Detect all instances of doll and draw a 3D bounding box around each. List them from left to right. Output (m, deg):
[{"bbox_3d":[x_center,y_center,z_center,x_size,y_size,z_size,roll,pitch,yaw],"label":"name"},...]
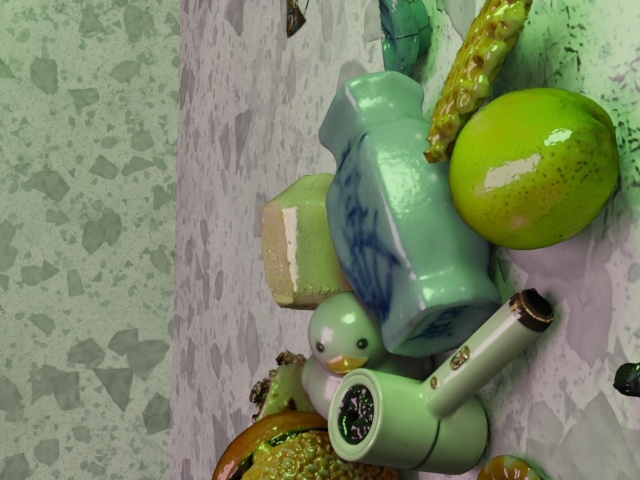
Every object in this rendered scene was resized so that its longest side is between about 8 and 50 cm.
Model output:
[{"bbox_3d":[0.060,0.168,1.348,0.251,0.221,0.221,-53,-27,-67],"label":"doll"}]

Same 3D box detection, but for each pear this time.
[{"bbox_3d":[0.245,-0.084,0.968,0.220,0.188,0.187,137,130,-61],"label":"pear"}]

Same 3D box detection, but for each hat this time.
[{"bbox_3d":[0.139,-0.346,1.394,0.138,0.078,0.190,-106,6,-55],"label":"hat"}]

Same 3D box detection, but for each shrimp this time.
[{"bbox_3d":[0.257,0.363,1.115,0.166,0.049,0.161,8,95,61],"label":"shrimp"}]

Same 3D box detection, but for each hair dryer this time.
[{"bbox_3d":[0.186,0.179,1.145,0.362,0.203,0.128,-52,36,33],"label":"hair dryer"}]

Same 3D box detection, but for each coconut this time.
[{"bbox_3d":[0.000,0.000,1.531,0.233,0.233,0.245,154,114,-67],"label":"coconut"}]

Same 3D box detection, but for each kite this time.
[{"bbox_3d":[-0.063,-0.544,2.012,0.183,0.010,0.160,-112,30,-45],"label":"kite"}]

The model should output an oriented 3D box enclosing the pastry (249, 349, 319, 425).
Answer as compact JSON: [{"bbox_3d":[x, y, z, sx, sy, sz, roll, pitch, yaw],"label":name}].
[{"bbox_3d":[-0.065,0.373,1.769,0.256,0.170,0.236,117,171,-50],"label":"pastry"}]

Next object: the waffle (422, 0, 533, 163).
[{"bbox_3d":[0.207,-0.236,1.102,0.291,0.051,0.291,-157,90,-89],"label":"waffle"}]

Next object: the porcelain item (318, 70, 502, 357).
[{"bbox_3d":[0.126,-0.044,1.271,0.242,0.179,0.405,120,141,-50],"label":"porcelain item"}]

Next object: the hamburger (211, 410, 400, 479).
[{"bbox_3d":[-0.022,0.466,1.456,0.250,0.330,0.329,-153,65,-66],"label":"hamburger"}]

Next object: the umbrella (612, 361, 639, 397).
[{"bbox_3d":[0.356,0.135,0.820,0.080,0.071,0.224,-64,12,-11],"label":"umbrella"}]
